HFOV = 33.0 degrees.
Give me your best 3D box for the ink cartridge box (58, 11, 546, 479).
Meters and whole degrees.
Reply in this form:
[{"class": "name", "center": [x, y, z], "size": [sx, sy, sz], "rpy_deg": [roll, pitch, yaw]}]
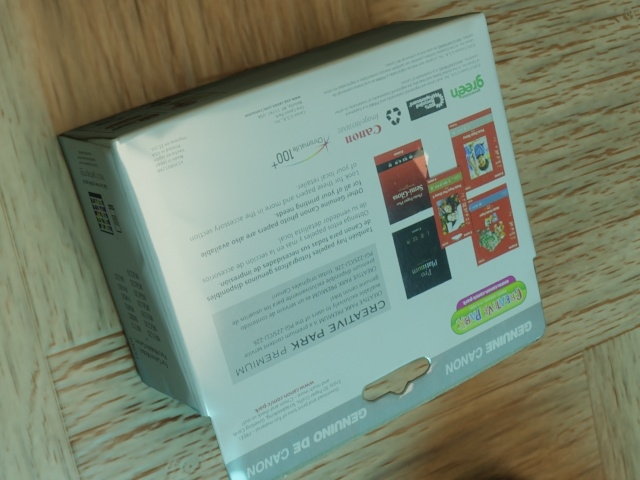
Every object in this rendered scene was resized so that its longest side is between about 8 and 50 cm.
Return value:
[{"class": "ink cartridge box", "center": [0.000, 0.000, 0.827], "size": [0.309, 0.130, 0.272], "rpy_deg": [-23, 107, -25]}]
